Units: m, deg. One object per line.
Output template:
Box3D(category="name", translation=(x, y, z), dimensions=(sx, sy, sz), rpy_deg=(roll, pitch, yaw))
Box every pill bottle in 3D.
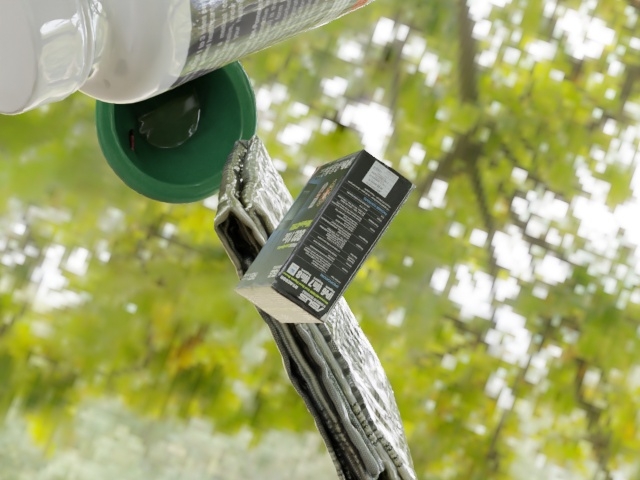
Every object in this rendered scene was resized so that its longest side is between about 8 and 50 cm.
Box3D(category="pill bottle", translation=(-0.106, -0.199, 1.235), dimensions=(0.318, 0.176, 0.176), rpy_deg=(-28, 28, -36))

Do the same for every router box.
Box3D(category="router box", translation=(0.000, 0.000, 1.009), dimensions=(0.038, 0.092, 0.122), rpy_deg=(35, -10, -8))

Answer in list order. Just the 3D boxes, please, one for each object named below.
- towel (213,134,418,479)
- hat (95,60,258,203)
Box3D(category="towel", translation=(0.001, 0.070, 1.540), dimensions=(0.324, 0.056, 0.312), rpy_deg=(-90, 155, -75))
Box3D(category="hat", translation=(-0.173, -0.139, 1.928), dimensions=(0.173, 0.208, 0.183), rpy_deg=(-2, -1, -17))
